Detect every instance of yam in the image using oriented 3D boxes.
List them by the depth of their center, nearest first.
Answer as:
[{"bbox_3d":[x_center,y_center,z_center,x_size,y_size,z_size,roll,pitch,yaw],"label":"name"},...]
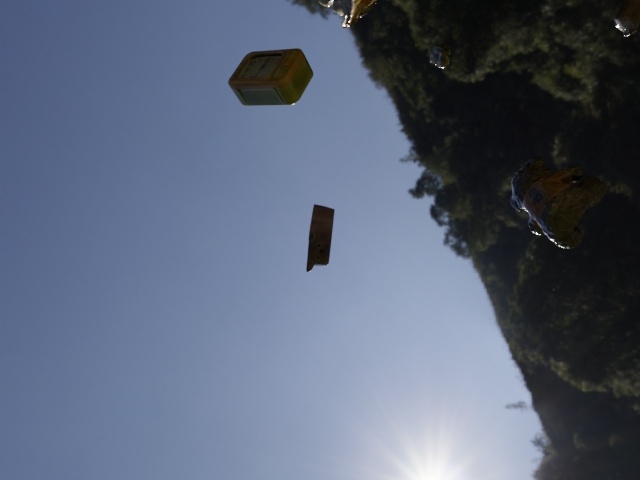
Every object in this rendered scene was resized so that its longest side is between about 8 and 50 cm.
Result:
[{"bbox_3d":[0.590,-0.461,1.144,0.057,0.057,0.241,49,-116,-33],"label":"yam"}]

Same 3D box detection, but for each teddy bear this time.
[{"bbox_3d":[0.495,-0.092,1.372,0.140,0.190,0.177,2,-59,-34],"label":"teddy bear"}]

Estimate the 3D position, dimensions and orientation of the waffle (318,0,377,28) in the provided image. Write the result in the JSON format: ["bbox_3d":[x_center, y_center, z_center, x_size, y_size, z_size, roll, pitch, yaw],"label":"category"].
[{"bbox_3d":[0.120,-0.436,0.798,0.091,0.213,0.308,45,-103,5],"label":"waffle"}]

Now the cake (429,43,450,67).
[{"bbox_3d":[0.307,-0.456,1.566,0.140,0.055,0.051,-92,7,-67],"label":"cake"}]

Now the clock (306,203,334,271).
[{"bbox_3d":[0.000,0.000,1.467,0.110,0.050,0.153,-81,-4,-53],"label":"clock"}]

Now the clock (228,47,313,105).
[{"bbox_3d":[-0.134,-0.438,1.696,0.096,0.202,0.143,53,-127,-46],"label":"clock"}]
